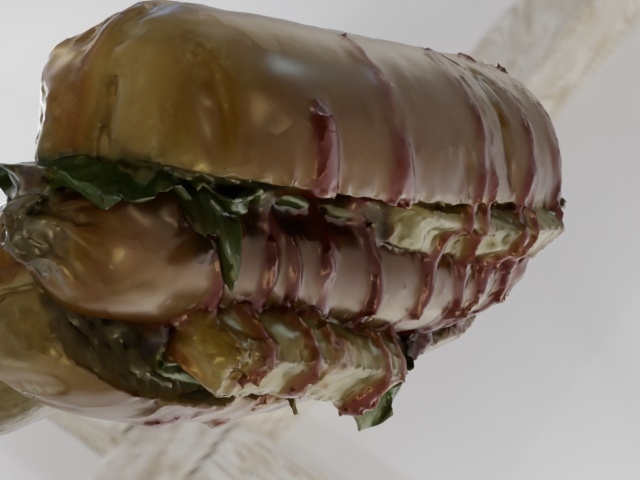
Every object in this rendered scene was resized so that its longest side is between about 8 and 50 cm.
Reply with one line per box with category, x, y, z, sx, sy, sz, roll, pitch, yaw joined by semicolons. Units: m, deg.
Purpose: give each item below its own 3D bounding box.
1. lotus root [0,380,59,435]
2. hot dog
lotus root;-0.104;0.027;0.608;0.150;0.062;0.073;-27;-138;-10
hot dog;0.000;0.000;0.437;0.076;0.250;0.104;38;-76;19
